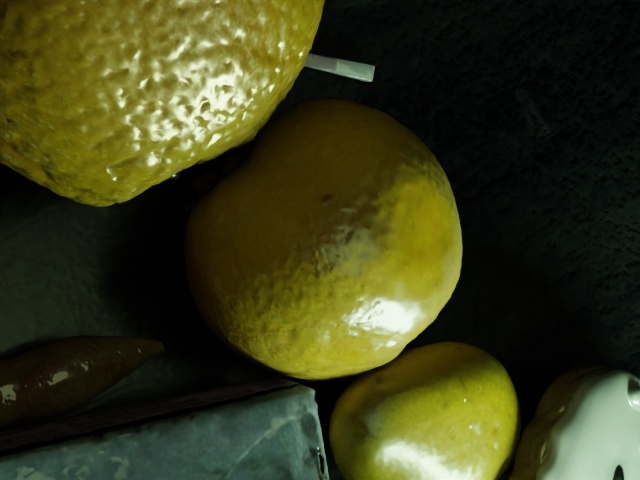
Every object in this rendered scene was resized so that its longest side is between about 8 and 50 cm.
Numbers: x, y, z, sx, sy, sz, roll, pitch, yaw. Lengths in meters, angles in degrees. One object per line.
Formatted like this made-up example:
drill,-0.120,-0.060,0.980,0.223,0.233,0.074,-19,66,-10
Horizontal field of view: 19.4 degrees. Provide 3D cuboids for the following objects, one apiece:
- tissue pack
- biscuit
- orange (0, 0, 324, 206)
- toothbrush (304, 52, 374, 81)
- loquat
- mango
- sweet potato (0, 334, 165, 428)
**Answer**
tissue pack,-0.162,0.249,1.310,0.361,0.122,0.259,-9,100,-27
biscuit,0.231,0.194,1.509,0.208,0.049,0.181,36,69,-42
orange,-0.157,-0.204,1.259,0.322,0.322,0.357,-22,105,-25
toothbrush,-0.045,-0.149,1.462,0.194,0.017,0.014,10,88,-27
loquat,0.000,0.000,1.372,0.208,0.208,0.208,2,85,-25
mango,0.076,0.141,1.432,0.195,0.098,0.137,16,91,-48
sweet potato,-0.214,0.105,1.338,0.218,0.065,0.051,-17,98,-28
